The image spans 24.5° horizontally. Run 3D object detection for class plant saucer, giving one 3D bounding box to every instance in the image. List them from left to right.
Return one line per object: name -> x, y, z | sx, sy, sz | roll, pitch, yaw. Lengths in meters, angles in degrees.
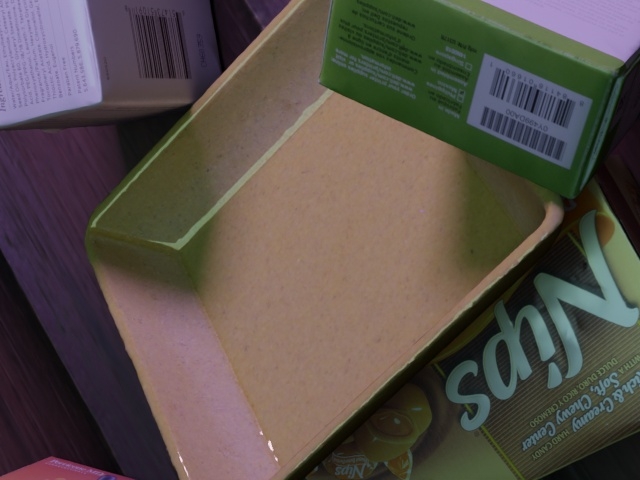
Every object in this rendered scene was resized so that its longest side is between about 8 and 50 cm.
plant saucer -> 0.000, 0.000, 1.067 | 0.333, 0.081, 0.333 | -45, 46, 16

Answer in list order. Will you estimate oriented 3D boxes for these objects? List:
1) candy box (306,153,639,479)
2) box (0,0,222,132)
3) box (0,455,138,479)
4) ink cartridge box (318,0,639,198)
candy box -> 0.118, 0.091, 1.084 | 0.316, 0.087, 0.183 | -31, 81, 26
box -> -0.180, -0.183, 1.149 | 0.119, 0.181, 0.182 | -9, 91, 27
box -> -0.228, 0.256, 1.230 | 0.130, 0.170, 0.091 | 10, 101, 25
ink cartridge box -> 0.146, -0.160, 0.974 | 0.189, 0.255, 0.097 | 27, 132, 18
